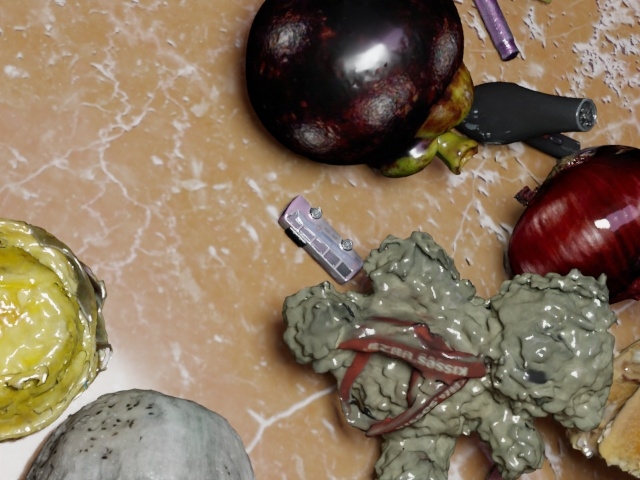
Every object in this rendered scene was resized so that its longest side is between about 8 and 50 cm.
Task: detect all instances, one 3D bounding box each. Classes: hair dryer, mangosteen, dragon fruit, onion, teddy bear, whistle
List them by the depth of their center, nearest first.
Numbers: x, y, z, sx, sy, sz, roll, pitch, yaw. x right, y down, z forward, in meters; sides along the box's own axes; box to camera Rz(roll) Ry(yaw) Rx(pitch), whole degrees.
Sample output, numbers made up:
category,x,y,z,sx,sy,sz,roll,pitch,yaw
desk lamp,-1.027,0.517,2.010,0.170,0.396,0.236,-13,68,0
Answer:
category,x,y,z,sx,sy,sz,roll,pitch,yaw
dragon fruit,-0.189,0.282,1.306,0.283,0.204,0.221,18,70,-17
teddy bear,0.185,0.145,1.409,0.357,0.368,0.224,64,24,-6
mangosteen,0.050,-0.223,1.499,0.297,0.313,0.296,-8,60,15
onion,0.400,0.009,1.553,0.273,0.273,0.285,-31,73,-24
hair dryer,0.342,-0.155,1.645,0.272,0.236,0.091,18,84,-42
whistle,0.251,-0.352,1.725,0.033,0.033,0.176,-21,85,-24

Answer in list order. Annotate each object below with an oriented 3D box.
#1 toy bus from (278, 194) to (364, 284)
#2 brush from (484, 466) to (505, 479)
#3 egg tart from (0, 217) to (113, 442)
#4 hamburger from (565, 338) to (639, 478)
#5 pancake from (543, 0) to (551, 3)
category,x,y,z,sx,sy,sz,roll,pitch,yaw
toy bus,0.000,0.000,1.540,0.130,0.037,0.052,45,71,-6
brush,0.178,0.384,1.497,0.084,0.071,0.301,47,60,0
egg tart,-0.375,0.104,1.334,0.291,0.107,0.290,5,76,-19
hamburger,0.555,0.228,1.528,0.446,0.268,0.286,22,90,-20
pancake,0.280,-0.567,1.774,0.305,0.067,0.426,-9,78,-24
